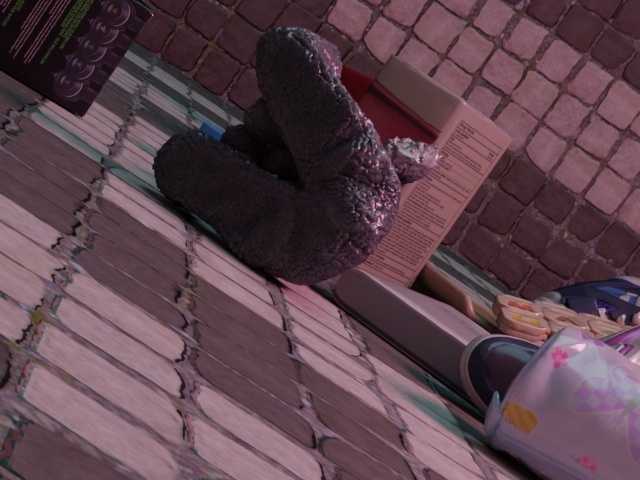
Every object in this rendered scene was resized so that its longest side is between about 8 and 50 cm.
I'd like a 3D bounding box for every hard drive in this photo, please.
[{"bbox_3d":[0.144,0.111,1.732,0.203,0.040,0.307,36,5,21],"label":"hard drive"}]

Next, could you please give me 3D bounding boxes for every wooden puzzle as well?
[{"bbox_3d":[0.202,0.106,2.222,0.238,0.044,0.221,36,2,-31],"label":"wooden puzzle"}]

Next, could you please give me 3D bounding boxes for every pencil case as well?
[{"bbox_3d":[0.257,0.181,1.351,0.273,0.124,0.113,36,-27,16],"label":"pencil case"}]

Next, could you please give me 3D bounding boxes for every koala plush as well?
[{"bbox_3d":[0.005,-0.044,1.586,0.203,0.196,0.221,48,9,21],"label":"koala plush"}]

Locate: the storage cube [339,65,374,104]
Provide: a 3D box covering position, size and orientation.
[{"bbox_3d":[0.050,-0.133,2.575,0.183,0.215,0.193,29,0,-39],"label":"storage cube"}]

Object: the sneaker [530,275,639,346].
[{"bbox_3d":[0.401,0.137,2.379,0.236,0.130,0.323,-15,19,-29],"label":"sneaker"}]

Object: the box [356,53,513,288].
[{"bbox_3d":[0.093,-0.078,2.129,0.127,0.232,0.148,38,5,32],"label":"box"}]

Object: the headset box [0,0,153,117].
[{"bbox_3d":[-0.325,-0.263,1.779,0.283,0.131,0.246,32,5,-28],"label":"headset box"}]

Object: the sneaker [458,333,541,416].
[{"bbox_3d":[0.236,0.139,1.478,0.226,0.086,0.163,33,-22,-14],"label":"sneaker"}]

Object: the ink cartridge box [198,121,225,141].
[{"bbox_3d":[-0.048,-0.042,1.837,0.181,0.061,0.104,35,5,23],"label":"ink cartridge box"}]

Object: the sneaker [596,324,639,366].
[{"bbox_3d":[0.320,0.165,1.771,0.305,0.114,0.152,19,52,-70],"label":"sneaker"}]

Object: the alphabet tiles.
[{"bbox_3d":[0.339,0.119,2.072,0.284,0.021,0.278,16,11,-1],"label":"alphabet tiles"}]
